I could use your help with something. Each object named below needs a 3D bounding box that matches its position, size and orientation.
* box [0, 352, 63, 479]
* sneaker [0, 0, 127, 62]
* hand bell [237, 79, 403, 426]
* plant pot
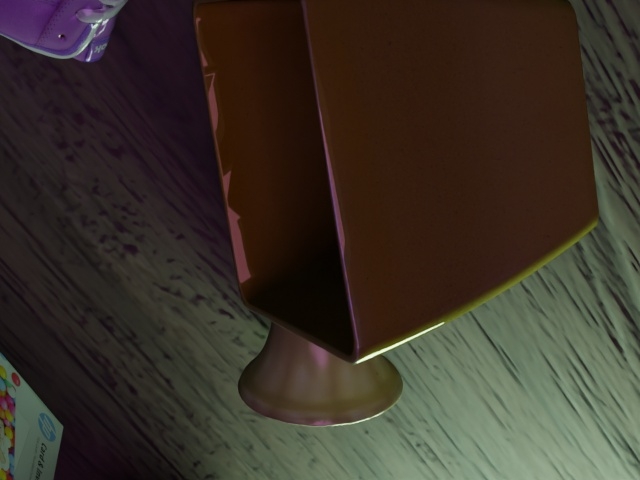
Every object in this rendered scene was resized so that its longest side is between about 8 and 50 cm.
[{"bbox_3d":[-0.267,0.133,0.985,0.038,0.145,0.186,-23,121,12],"label":"box"},{"bbox_3d":[-0.107,-0.190,0.817,0.282,0.102,0.161,3,127,7],"label":"sneaker"},{"bbox_3d":[0.000,0.000,0.953,0.126,0.126,0.242,-1,112,-3],"label":"hand bell"},{"bbox_3d":[0.051,-0.064,0.821,0.187,0.212,0.212,-13,101,-20],"label":"plant pot"}]
